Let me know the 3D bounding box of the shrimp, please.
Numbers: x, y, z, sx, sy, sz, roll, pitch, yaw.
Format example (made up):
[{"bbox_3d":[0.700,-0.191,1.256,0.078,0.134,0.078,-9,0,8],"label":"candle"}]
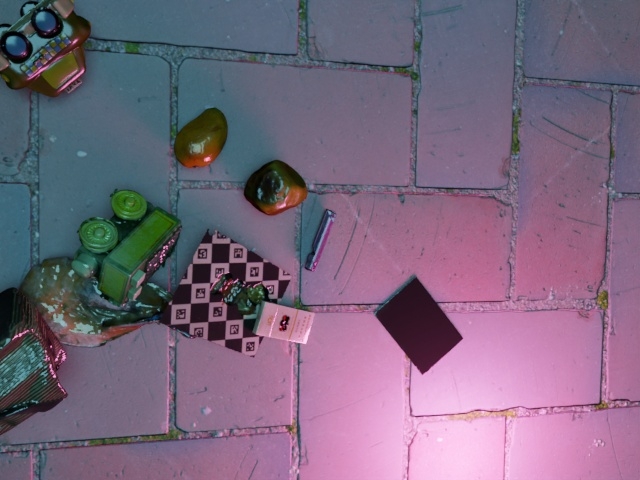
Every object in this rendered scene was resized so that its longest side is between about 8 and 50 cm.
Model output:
[{"bbox_3d":[-0.519,0.175,1.638,0.445,0.110,0.221,14,95,-12],"label":"shrimp"}]

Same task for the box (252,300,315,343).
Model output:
[{"bbox_3d":[-0.097,0.220,1.762,0.166,0.024,0.090,17,89,-36],"label":"box"}]

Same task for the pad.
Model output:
[{"bbox_3d":[0.287,0.247,1.904,0.170,0.006,0.245,-41,102,-8],"label":"pad"}]

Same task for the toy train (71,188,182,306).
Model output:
[{"bbox_3d":[-0.462,0.010,1.570,0.188,0.159,0.272,33,45,1],"label":"toy train"}]

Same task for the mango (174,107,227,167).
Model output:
[{"bbox_3d":[-0.299,-0.255,1.678,0.165,0.089,0.115,-40,93,-13],"label":"mango"}]

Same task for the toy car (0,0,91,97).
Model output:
[{"bbox_3d":[-0.640,-0.440,1.543,0.248,0.204,0.198,-44,126,-7],"label":"toy car"}]

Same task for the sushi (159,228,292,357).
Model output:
[{"bbox_3d":[-0.242,0.137,1.698,0.290,0.050,0.264,30,80,-33],"label":"sushi"}]

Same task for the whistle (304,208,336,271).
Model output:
[{"bbox_3d":[0.000,0.000,1.799,0.033,0.033,0.177,22,87,-15],"label":"whistle"}]

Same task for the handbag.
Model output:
[{"bbox_3d":[-0.745,0.304,1.495,0.340,0.247,0.240,-33,124,-2],"label":"handbag"}]

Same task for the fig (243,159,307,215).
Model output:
[{"bbox_3d":[-0.110,-0.136,1.709,0.165,0.144,0.154,-9,131,-35],"label":"fig"}]
